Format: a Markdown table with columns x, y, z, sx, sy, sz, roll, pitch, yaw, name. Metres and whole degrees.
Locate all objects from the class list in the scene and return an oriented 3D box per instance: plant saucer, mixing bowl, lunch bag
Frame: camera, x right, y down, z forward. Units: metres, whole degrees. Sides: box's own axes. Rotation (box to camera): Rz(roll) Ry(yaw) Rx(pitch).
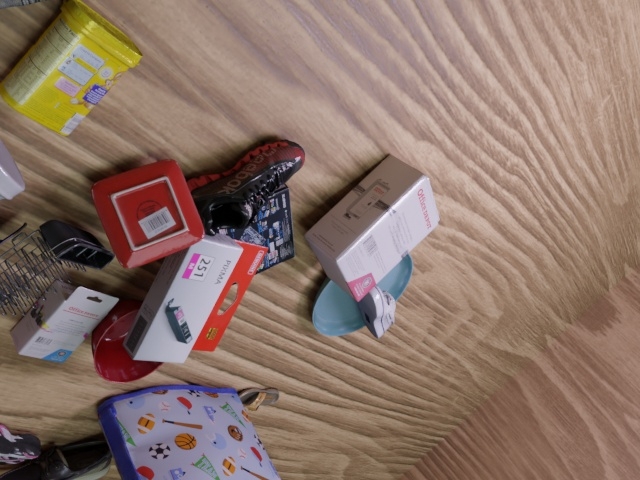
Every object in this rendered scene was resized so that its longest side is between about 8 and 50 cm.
| x | y | z | sx | sy | sz | roll | pitch | yaw | name |
| --- | --- | --- | --- | --- | --- | --- | --- | --- | --- |
| 0.106 | 0.128 | 1.825 | 0.318 | 0.043 | 0.317 | -23 | 141 | -21 | plant saucer |
| -0.391 | 0.187 | 1.391 | 0.182 | 0.098 | 0.181 | -25 | 134 | -29 | mixing bowl |
| -0.329 | 0.527 | 1.635 | 0.239 | 0.327 | 0.386 | -47 | 145 | 14 | lunch bag |

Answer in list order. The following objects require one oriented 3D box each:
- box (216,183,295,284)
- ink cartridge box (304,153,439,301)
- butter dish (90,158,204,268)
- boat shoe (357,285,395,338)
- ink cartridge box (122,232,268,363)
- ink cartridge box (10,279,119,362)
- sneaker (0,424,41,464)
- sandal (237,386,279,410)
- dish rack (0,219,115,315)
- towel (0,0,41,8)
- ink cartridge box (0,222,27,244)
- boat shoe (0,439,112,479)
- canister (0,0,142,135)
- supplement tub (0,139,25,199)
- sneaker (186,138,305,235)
| x | y | z | sx | sy | sz | roll | pitch | yaw | name |
| --- | --- | --- | --- | --- | --- | --- | --- | --- | --- |
| -0.145 | -0.015 | 1.441 | 0.175 | 0.051 | 0.220 | -25 | 142 | -18 | box |
| 0.125 | -0.026 | 1.579 | 0.283 | 0.117 | 0.207 | -43 | 145 | -11 | ink cartridge box |
| -0.311 | -0.046 | 1.218 | 0.160 | 0.118 | 0.159 | -23 | 97 | -22 | butter dish |
| 0.154 | 0.169 | 1.812 | 0.084 | 0.095 | 0.258 | -35 | 155 | -13 | boat shoe |
| -0.232 | 0.120 | 1.374 | 0.239 | 0.060 | 0.275 | 17 | 106 | -48 | ink cartridge box |
| -0.485 | 0.143 | 1.304 | 0.181 | 0.061 | 0.104 | -46 | 144 | 10 | ink cartridge box |
| -0.684 | 0.445 | 1.454 | 0.077 | 0.072 | 0.178 | -32 | 139 | 8 | sneaker |
| -0.178 | 0.450 | 1.916 | 0.180 | 0.049 | 0.072 | 10 | 122 | -47 | sandal |
| -0.496 | 0.069 | 1.138 | 0.272 | 0.074 | 0.208 | -36 | 173 | -4 | dish rack |
| -0.306 | -0.461 | 0.832 | 0.312 | 0.056 | 0.324 | -21 | 143 | -19 | towel |
| -0.562 | 0.043 | 1.018 | 0.224 | 0.223 | 0.045 | -37 | 105 | -3 | ink cartridge box |
| -0.609 | 0.521 | 1.577 | 0.285 | 0.103 | 0.092 | -2 | 125 | -45 | boat shoe |
| -0.360 | -0.245 | 0.986 | 0.170 | 0.073 | 0.126 | -44 | 145 | 10 | canister |
| -0.559 | -0.069 | 0.899 | 0.272 | 0.191 | 0.191 | -32 | 144 | -10 | supplement tub |
| -0.135 | -0.094 | 1.295 | 0.276 | 0.135 | 0.097 | -28 | 141 | -17 | sneaker |
